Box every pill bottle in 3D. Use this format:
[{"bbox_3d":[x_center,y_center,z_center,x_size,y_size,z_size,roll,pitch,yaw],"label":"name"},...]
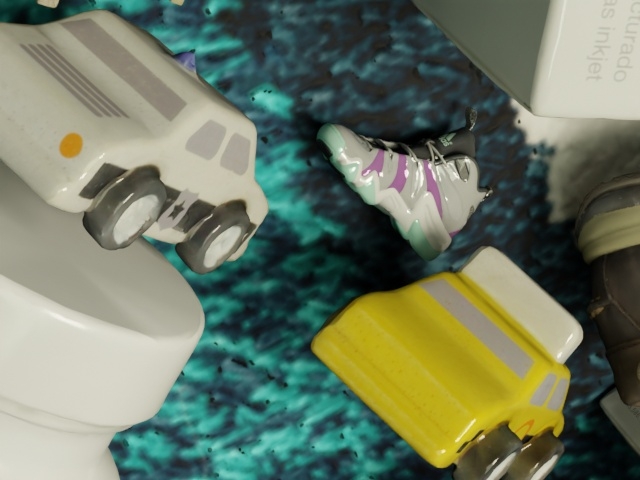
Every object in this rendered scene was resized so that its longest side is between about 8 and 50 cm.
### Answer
[{"bbox_3d":[-0.212,0.140,0.834,0.210,0.210,0.363,27,104,-28],"label":"pill bottle"}]

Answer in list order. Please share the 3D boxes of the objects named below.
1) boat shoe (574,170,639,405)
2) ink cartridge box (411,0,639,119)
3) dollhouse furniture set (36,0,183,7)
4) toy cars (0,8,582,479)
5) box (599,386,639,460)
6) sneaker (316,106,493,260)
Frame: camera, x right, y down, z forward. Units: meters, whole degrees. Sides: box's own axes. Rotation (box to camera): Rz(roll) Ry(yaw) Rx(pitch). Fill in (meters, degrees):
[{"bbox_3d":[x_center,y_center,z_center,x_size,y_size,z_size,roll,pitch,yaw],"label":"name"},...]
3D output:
[{"bbox_3d":[0.287,0.022,0.898,0.132,0.355,0.130,4,82,-52],"label":"boat shoe"},{"bbox_3d":[0.261,-0.202,0.866,0.384,0.160,0.279,0,115,-20],"label":"ink cartridge box"},{"bbox_3d":[-0.105,-0.183,0.778,0.181,0.101,0.161,13,110,-25],"label":"dollhouse furniture set"},{"bbox_3d":[0.000,0.000,0.862,0.393,0.176,0.087,36,98,-30],"label":"toy cars"},{"bbox_3d":[0.266,0.147,1.026,0.119,0.182,0.181,-38,121,2],"label":"box"},{"bbox_3d":[0.046,-0.042,0.942,0.069,0.038,0.098,-44,130,3],"label":"sneaker"}]
